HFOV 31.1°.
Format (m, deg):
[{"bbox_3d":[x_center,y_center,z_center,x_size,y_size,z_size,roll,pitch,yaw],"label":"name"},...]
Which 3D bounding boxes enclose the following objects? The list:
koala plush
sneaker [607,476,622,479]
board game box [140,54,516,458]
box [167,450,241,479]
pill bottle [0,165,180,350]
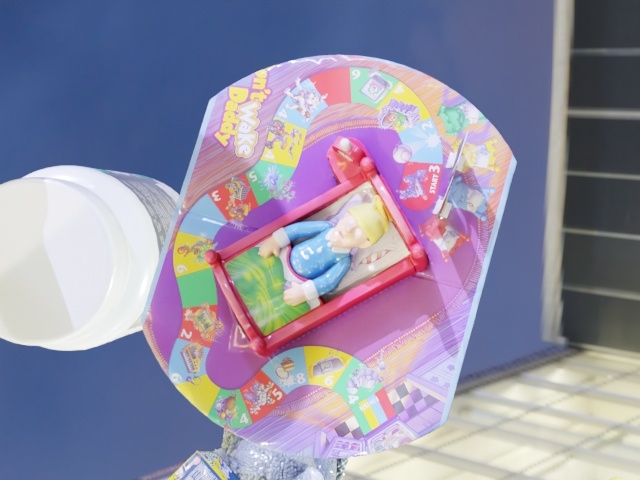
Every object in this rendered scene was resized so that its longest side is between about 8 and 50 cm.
[{"bbox_3d":[-0.053,0.277,1.386,0.221,0.196,0.203,33,-108,-87],"label":"koala plush"},{"bbox_3d":[0.125,0.175,0.607,0.144,0.053,0.059,-18,-104,-36],"label":"sneaker"},{"bbox_3d":[0.000,0.000,0.458,0.033,0.133,0.169,60,-134,-76],"label":"board game box"},{"bbox_3d":[-0.153,0.282,1.117,0.169,0.054,0.059,-44,-17,2],"label":"box"},{"bbox_3d":[-0.268,0.018,1.329,0.361,0.204,0.204,-10,-74,-84],"label":"pill bottle"}]
